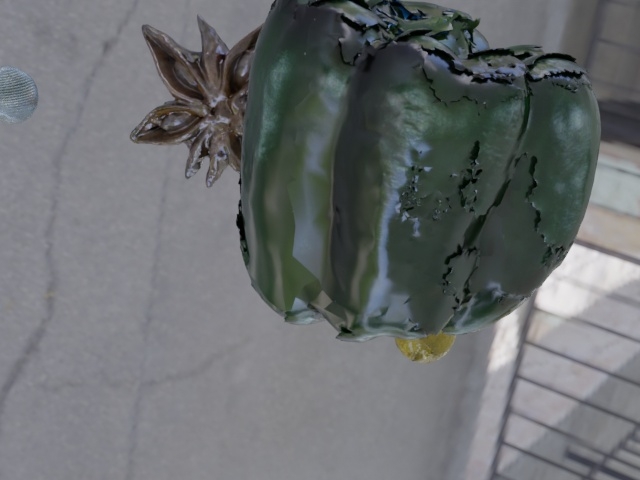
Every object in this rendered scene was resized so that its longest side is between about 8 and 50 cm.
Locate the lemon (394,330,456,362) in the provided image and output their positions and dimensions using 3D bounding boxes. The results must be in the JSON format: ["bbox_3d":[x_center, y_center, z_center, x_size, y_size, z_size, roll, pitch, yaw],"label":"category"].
[{"bbox_3d":[0.103,0.083,1.278,0.062,0.062,0.083,72,35,-50],"label":"lemon"}]

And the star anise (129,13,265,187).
[{"bbox_3d":[-0.123,-0.193,1.934,0.109,0.350,0.292,-57,137,-60],"label":"star anise"}]

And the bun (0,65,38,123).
[{"bbox_3d":[-0.434,-0.203,1.840,0.083,0.045,0.083,9,73,-34],"label":"bun"}]

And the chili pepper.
[{"bbox_3d":[0.055,-0.058,0.972,0.233,0.248,0.256,-5,116,-42],"label":"chili pepper"}]
